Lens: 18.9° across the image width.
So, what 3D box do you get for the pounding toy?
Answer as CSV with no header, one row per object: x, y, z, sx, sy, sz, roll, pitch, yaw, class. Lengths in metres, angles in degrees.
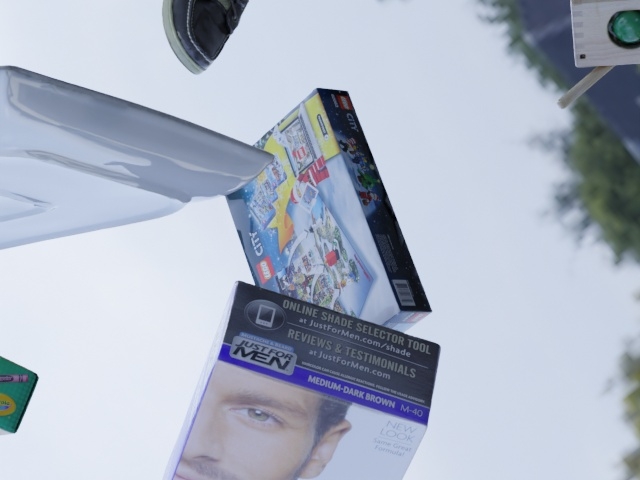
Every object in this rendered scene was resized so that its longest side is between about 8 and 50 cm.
0.295,-0.209,1.889,0.141,0.130,0.100,-78,-18,-56,pounding toy

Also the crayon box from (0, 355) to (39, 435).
-0.490,0.141,2.236,0.278,0.081,0.165,29,159,-26,crayon box

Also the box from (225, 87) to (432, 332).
0.000,0.000,1.759,0.044,0.159,0.233,2,-120,-43,box

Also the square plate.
-0.261,-0.044,1.428,0.347,0.344,0.049,16,-114,-60,square plate

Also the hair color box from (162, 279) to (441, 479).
-0.037,0.206,1.676,0.185,0.339,0.110,17,-139,-4,hair color box

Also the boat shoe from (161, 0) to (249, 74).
-0.114,-0.264,2.062,0.080,0.073,0.223,51,-153,-28,boat shoe
